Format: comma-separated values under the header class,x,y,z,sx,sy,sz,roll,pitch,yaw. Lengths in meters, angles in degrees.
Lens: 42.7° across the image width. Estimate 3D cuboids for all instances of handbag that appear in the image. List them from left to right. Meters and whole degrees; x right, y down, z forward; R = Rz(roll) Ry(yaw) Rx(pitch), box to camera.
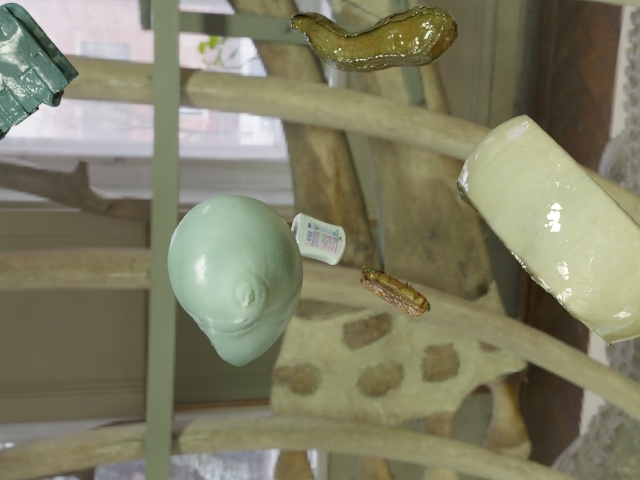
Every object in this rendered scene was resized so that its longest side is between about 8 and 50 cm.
class,x,y,z,sx,sy,sz,roll,pitch,yaw
handbag,-0.528,-0.260,1.333,0.179,0.229,0.062,51,-159,-20

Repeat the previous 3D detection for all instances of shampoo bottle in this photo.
class,x,y,z,sx,sy,sz,roll,pitch,yaw
shampoo bottle,0.000,0.000,1.396,0.043,0.099,0.072,-31,47,58

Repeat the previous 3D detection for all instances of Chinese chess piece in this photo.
class,x,y,z,sx,sy,sz,roll,pitch,yaw
Chinese chess piece,0.333,-0.015,1.099,0.140,0.338,0.338,-45,29,13

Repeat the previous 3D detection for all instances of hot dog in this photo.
class,x,y,z,sx,sy,sz,roll,pitch,yaw
hot dog,0.113,0.075,1.246,0.037,0.122,0.049,-58,1,-33

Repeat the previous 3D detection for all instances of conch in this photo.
class,x,y,z,sx,sy,sz,roll,pitch,yaw
conch,-0.082,0.046,0.901,0.221,0.121,0.185,29,-108,-69

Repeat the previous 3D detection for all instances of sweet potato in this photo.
class,x,y,z,sx,sy,sz,roll,pitch,yaw
sweet potato,0.066,-0.255,1.044,0.062,0.233,0.081,6,-90,-62
